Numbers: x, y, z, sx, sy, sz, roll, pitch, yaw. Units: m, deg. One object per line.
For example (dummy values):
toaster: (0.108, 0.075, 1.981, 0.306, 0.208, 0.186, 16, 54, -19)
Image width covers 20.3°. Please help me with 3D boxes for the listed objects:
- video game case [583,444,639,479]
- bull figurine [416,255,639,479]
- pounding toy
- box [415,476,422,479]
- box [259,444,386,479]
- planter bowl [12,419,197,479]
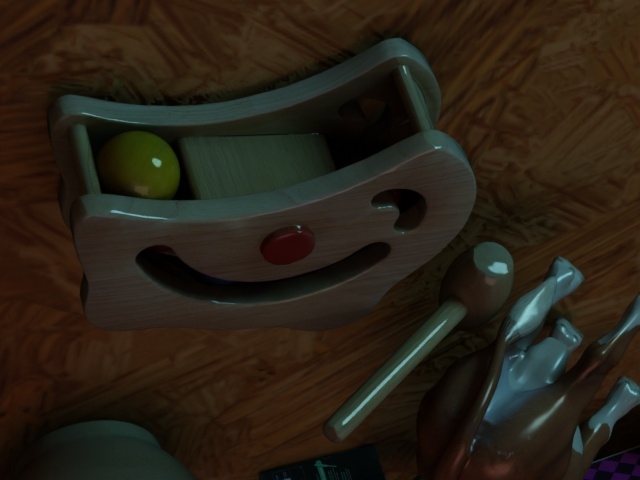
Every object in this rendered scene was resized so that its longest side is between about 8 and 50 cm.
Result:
video game case: (0.267, 0.220, 1.318, 0.232, 0.042, 0.210, -15, 133, -24)
bull figurine: (0.119, 0.125, 1.096, 0.188, 0.101, 0.310, -50, 167, -14)
pounding toy: (0.000, 0.000, 0.913, 0.270, 0.155, 0.154, 1, 141, -26)
box: (0.078, 0.259, 1.340, 0.231, 0.056, 0.183, -36, 140, 21)
box: (0.005, 0.185, 1.225, 0.083, 0.052, 0.062, -14, 141, -7)
planter bowl: (-0.138, 0.182, 1.118, 0.162, 0.109, 0.162, -12, 141, -9)
